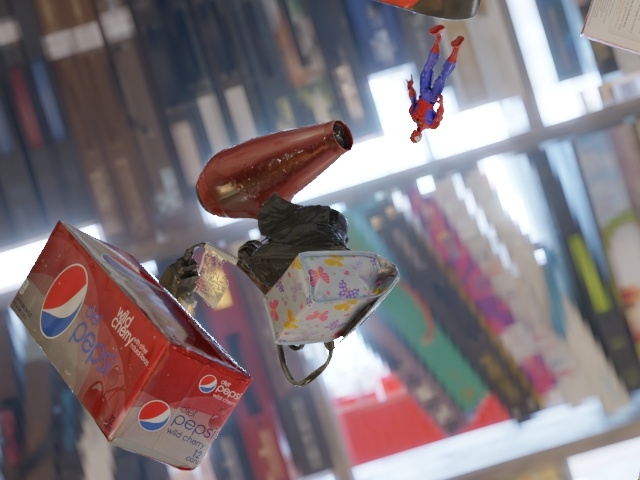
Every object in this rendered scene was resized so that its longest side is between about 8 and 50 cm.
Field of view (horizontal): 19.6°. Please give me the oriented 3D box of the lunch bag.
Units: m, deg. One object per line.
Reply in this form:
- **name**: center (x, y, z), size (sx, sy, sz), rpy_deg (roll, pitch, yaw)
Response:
- **lunch bag**: center (0.011, 0.043, 1.353), size (0.083, 0.053, 0.071), rpy_deg (-2, 151, -31)

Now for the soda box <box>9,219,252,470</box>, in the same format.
- **soda box**: center (-0.156, 0.079, 1.465), size (0.083, 0.092, 0.263), rpy_deg (28, -173, -33)

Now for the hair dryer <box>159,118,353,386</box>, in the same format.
- **hair dryer**: center (-0.040, -0.010, 1.994), size (0.223, 0.293, 0.080), rpy_deg (29, -152, 15)

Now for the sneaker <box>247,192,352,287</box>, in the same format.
- **sneaker**: center (0.001, 0.002, 1.601), size (0.170, 0.051, 0.089), rpy_deg (5, -136, 41)

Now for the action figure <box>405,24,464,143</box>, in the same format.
- **action figure**: center (0.096, -0.133, 1.627), size (0.038, 0.115, 0.030), rpy_deg (29, -138, 19)

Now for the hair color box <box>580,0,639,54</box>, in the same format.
- **hair color box**: center (0.385, -0.248, 2.073), size (0.167, 0.093, 0.053), rpy_deg (19, -175, 4)

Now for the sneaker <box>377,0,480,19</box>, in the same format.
- **sneaker**: center (0.027, -0.299, 1.691), size (0.270, 0.145, 0.090), rpy_deg (12, -155, 3)

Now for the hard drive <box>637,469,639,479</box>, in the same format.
- **hard drive**: center (0.284, 0.175, 1.406), size (0.040, 0.307, 0.203), rpy_deg (14, -179, 26)
